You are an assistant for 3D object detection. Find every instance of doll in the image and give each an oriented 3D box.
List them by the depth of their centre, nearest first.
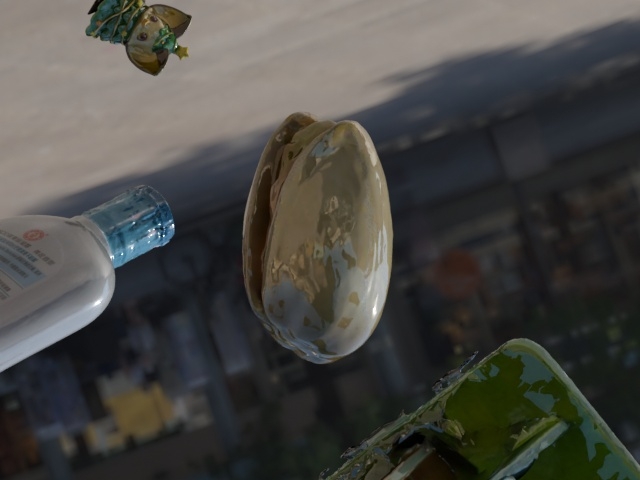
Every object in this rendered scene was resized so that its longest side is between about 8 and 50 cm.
[{"bbox_3d":[-0.194,-0.224,1.957,0.078,0.113,0.076,-61,-155,-13],"label":"doll"}]

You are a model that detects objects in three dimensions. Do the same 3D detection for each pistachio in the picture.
[{"bbox_3d":[0.000,0.000,1.584,0.144,0.215,0.144,6,-171,-1],"label":"pistachio"}]

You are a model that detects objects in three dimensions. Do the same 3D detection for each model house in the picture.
[{"bbox_3d":[0.048,0.277,1.189,0.357,0.242,0.313,-40,179,41],"label":"model house"}]

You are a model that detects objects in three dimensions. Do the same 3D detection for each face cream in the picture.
[{"bbox_3d":[-0.275,0.040,1.655,0.163,0.080,0.336,26,-138,37],"label":"face cream"}]
